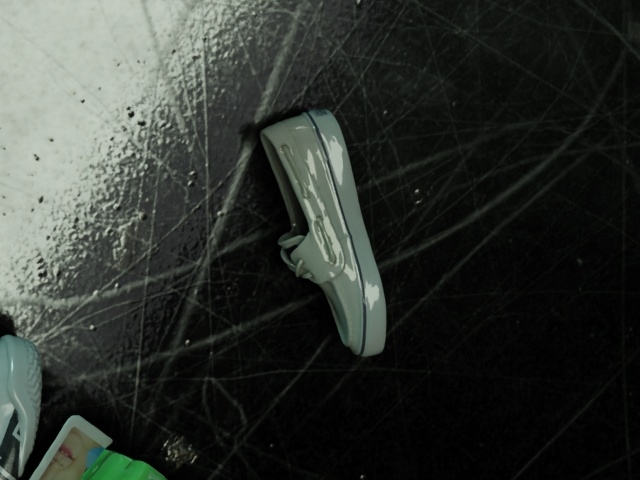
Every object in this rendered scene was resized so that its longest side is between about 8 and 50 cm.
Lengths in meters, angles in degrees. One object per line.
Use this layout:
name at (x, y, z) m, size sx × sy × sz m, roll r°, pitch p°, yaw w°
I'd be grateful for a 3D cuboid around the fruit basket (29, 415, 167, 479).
fruit basket at (-0.218, 0.393, 1.219) m, size 0.327 × 0.165 × 0.353 m, roll 49°, pitch 54°, yaw -39°

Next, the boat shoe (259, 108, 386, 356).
boat shoe at (0.000, 0.000, 1.344) m, size 0.088 × 0.096 × 0.267 m, roll -16°, pitch 103°, yaw -16°

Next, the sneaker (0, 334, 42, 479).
sneaker at (-0.414, 0.227, 1.178) m, size 0.210 × 0.137 × 0.365 m, roll 29°, pitch 90°, yaw -27°
